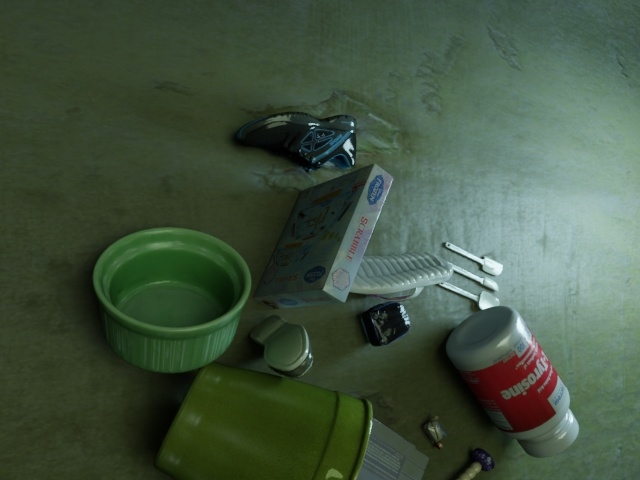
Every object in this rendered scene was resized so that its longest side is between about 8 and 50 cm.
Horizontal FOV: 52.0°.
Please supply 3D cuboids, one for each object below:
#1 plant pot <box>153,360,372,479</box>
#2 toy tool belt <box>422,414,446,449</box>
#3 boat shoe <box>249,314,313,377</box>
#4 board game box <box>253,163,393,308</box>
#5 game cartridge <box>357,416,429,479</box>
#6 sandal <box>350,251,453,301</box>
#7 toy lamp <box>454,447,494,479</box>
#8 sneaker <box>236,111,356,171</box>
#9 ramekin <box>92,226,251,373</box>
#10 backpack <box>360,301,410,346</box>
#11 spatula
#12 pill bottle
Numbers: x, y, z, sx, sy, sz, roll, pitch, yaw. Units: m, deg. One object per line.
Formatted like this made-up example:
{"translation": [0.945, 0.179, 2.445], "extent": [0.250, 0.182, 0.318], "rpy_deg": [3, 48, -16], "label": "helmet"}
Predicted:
{"translation": [-0.132, 0.421, 1.346], "extent": [0.353, 0.366, 0.366], "rpy_deg": [27, 67, -3], "label": "plant pot"}
{"translation": [0.321, 0.523, 1.789], "extent": [0.051, 0.052, 0.083], "rpy_deg": [-37, 103, -22], "label": "toy tool belt"}
{"translation": [-0.072, 0.243, 1.444], "extent": [0.109, 0.305, 0.091], "rpy_deg": [-38, 106, -11], "label": "boat shoe"}
{"translation": [0.000, 0.000, 1.516], "extent": [0.066, 0.319, 0.317], "rpy_deg": [33, 67, -24], "label": "board game box"}
{"translation": [0.102, 0.560, 1.643], "extent": [0.355, 0.068, 0.230], "rpy_deg": [38, 60, -21], "label": "game cartridge"}
{"translation": [0.186, 0.112, 1.732], "extent": [0.417, 0.169, 0.102], "rpy_deg": [-3, 117, -31], "label": "sandal"}
{"translation": [0.365, 0.673, 1.776], "extent": [0.275, 0.080, 0.080], "rpy_deg": [-31, 99, -31], "label": "toy lamp"}
{"translation": [-0.045, -0.244, 1.643], "extent": [0.341, 0.125, 0.139], "rpy_deg": [-6, 90, -31], "label": "sneaker"}
{"translation": [-0.300, 0.122, 1.327], "extent": [0.304, 0.148, 0.303], "rpy_deg": [9, 37, -7], "label": "ramekin"}
{"translation": [0.169, 0.215, 1.723], "extent": [0.114, 0.084, 0.104], "rpy_deg": [-21, 92, -29], "label": "backpack"}
{"translation": [0.453, 0.110, 1.959], "extent": [0.242, 0.019, 0.168], "rpy_deg": [24, 71, -27], "label": "spatula"}
{"translation": [0.549, 0.403, 1.846], "extent": [0.229, 0.229, 0.407], "rpy_deg": [-43, 105, -30], "label": "pill bottle"}
